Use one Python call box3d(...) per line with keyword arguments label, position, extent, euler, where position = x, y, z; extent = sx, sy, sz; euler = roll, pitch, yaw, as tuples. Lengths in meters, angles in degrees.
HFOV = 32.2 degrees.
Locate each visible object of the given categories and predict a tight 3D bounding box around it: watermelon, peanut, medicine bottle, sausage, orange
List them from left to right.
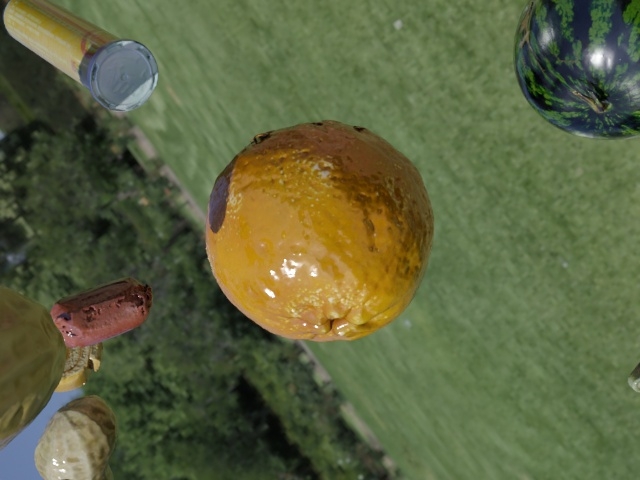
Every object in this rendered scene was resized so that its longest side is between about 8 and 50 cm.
box3d(label="peanut", position=(-0.319, 0.134, 0.825), extent=(0.147, 0.305, 0.147), euler=(15, 123, 25))
box3d(label="medicine bottle", position=(-0.401, -0.316, 1.777), extent=(0.426, 0.108, 0.108), euler=(33, 161, 49))
box3d(label="peanut", position=(-0.414, 0.394, 1.876), extent=(0.120, 0.136, 0.298), euler=(-111, 25, -58))
box3d(label="sausage", position=(-0.282, 0.093, 1.443), extent=(0.076, 0.141, 0.076), euler=(39, 140, 42))
box3d(label="orange", position=(0.000, 0.000, 1.631), extent=(0.340, 0.341, 0.293), euler=(61, -161, -53))
box3d(label="watermelon", position=(0.367, -0.248, 1.368), extent=(0.269, 0.269, 0.269), euler=(52, 174, 8))

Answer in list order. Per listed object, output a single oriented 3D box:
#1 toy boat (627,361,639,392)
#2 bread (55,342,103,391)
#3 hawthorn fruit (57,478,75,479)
box3d(label="toy boat", position=(0.463, 0.125, 1.377), extent=(0.071, 0.185, 0.089), euler=(32, -168, -23))
box3d(label="bread", position=(-0.455, 0.197, 2.021), extent=(0.073, 0.122, 0.149), euler=(94, 174, -63))
box3d(label="hawthorn fruit", position=(-0.363, 0.408, 1.581), extent=(0.148, 0.172, 0.148), euler=(27, 153, 15))
